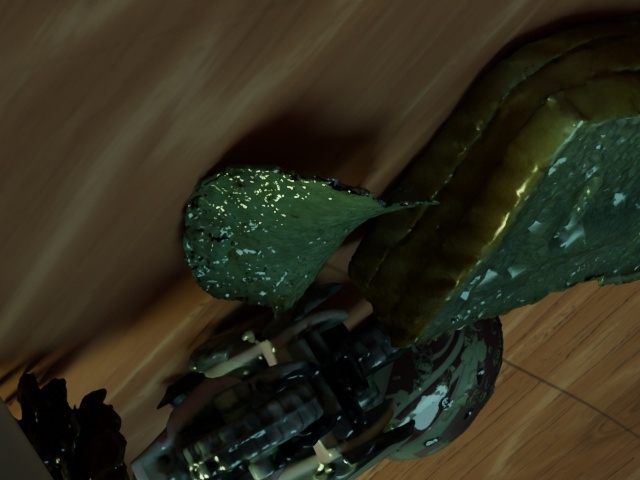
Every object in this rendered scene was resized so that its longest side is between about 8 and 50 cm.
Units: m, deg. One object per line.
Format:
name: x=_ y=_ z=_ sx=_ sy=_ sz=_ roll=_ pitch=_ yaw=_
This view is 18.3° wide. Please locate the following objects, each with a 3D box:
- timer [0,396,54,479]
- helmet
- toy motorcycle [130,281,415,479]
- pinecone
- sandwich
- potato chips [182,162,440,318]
timer: x=-0.276 y=0.203 z=1.202 sx=0.194 sy=0.195 sz=0.192 roll=-18 pitch=157 yaw=-48
helmet: x=0.085 y=0.119 z=1.655 sx=0.177 sy=0.107 sz=0.153 roll=-36 pitch=156 yaw=17
toy motorcycle: x=-0.045 y=0.132 z=1.426 sx=0.188 sy=0.143 sz=0.327 roll=-30 pitch=179 yaw=20
pinecone: x=-0.194 y=0.156 z=1.336 sx=0.121 sy=0.140 sz=0.140 roll=-2 pitch=147 yaw=-33
sandwich: x=0.201 y=-0.053 z=1.414 sx=0.301 sy=0.099 sz=0.271 roll=-12 pitch=153 yaw=-37
potato chips: x=-0.003 y=-0.007 z=1.291 sx=0.167 sy=0.059 sz=0.228 roll=-25 pitch=162 yaw=21
